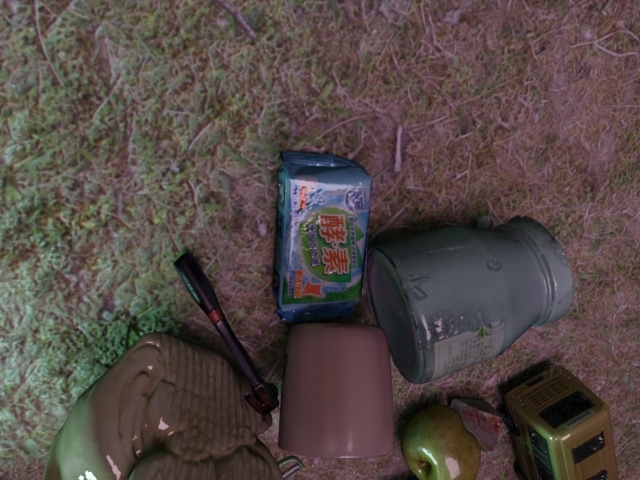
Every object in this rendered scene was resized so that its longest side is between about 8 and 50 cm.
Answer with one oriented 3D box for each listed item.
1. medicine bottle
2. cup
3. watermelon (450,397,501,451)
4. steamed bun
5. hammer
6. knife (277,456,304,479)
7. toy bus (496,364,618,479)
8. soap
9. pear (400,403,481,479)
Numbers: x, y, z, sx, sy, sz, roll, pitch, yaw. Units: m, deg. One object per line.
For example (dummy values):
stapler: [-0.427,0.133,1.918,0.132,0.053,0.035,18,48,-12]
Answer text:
medicine bottle: [0.251,0.087,0.882,0.290,0.245,0.245,-17,113,-11]
cup: [0.033,0.249,0.888,0.191,0.253,0.200,-1,77,9]
watermelon: [0.355,0.401,1.121,0.081,0.094,0.180,-33,131,-8]
steamed bun: [-0.242,0.335,0.776,0.255,0.342,0.368,-27,130,17]
hammer: [-0.151,0.148,0.811,0.037,0.137,0.290,-31,89,-5]
knife: [-0.133,0.503,1.032,0.212,0.015,0.054,-32,115,-5]
toy bus: [0.547,0.481,1.145,0.177,0.202,0.365,-26,115,-9]
soap: [0.000,0.000,0.859,0.156,0.077,0.293,-3,111,-17]
pear: [0.249,0.432,1.051,0.136,0.167,0.167,-23,118,-39]
